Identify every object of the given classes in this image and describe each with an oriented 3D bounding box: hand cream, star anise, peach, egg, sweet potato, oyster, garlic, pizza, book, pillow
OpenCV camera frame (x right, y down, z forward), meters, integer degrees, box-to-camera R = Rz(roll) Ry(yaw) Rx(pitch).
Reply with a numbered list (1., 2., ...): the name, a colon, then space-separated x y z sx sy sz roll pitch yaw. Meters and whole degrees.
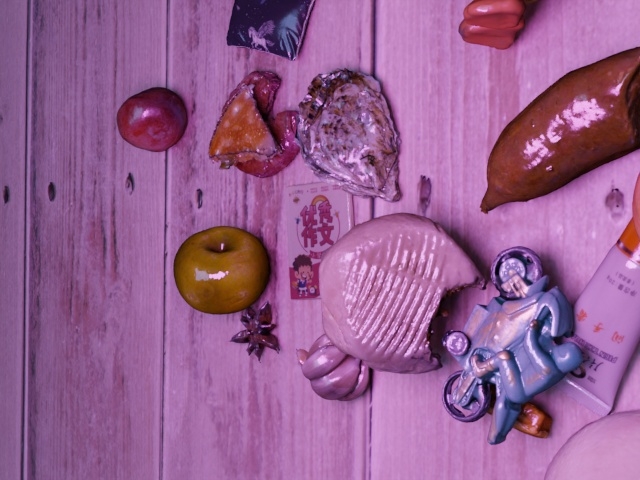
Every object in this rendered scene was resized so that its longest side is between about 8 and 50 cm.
1. hand cream: 0.437 0.108 1.242 0.139 0.089 0.314 31 118 28
2. star anise: -0.142 0.194 1.699 0.129 0.056 0.124 -20 78 36
3. peach: -0.372 -0.282 1.835 0.152 0.152 0.152 0 89 38
4. egg: 0.442 0.406 1.157 0.337 0.201 0.337 -1 88 37
5. sweet potato: 0.373 -0.163 1.249 0.369 0.157 0.158 -30 72 39
6. oyster: 0.051 -0.191 1.534 0.198 0.112 0.268 -6 77 17
7. garlic: 0.055 0.222 1.520 0.194 0.127 0.131 -28 116 18
8. pizza: -0.137 -0.209 1.635 0.195 0.052 0.185 35 102 39
9. book: 0.000 0.000 1.613 0.162 0.022 0.232 -5 87 37
10. pillow: -0.108 -0.449 1.683 0.208 0.055 0.141 19 93 35

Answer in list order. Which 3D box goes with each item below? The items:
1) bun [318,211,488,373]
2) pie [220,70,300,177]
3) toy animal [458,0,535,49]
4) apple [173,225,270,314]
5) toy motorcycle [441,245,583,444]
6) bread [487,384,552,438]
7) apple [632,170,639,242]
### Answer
1. bun: 0.119 0.083 1.397 0.281 0.205 0.282 0 93 -3
2. pie: -0.126 -0.236 1.692 0.219 0.054 0.204 47 116 28
3. toy animal: 0.311 -0.487 1.278 0.191 0.216 0.338 4 89 11
4. apple: -0.201 0.063 1.668 0.196 0.196 0.157 26 128 35
5. toy motorcycle: 0.304 0.170 1.272 0.198 0.109 0.297 34 104 37
6. bread: 0.313 0.276 1.338 0.132 0.074 0.053 27 90 34
7. apple: 0.584 -0.010 0.949 0.346 0.391 0.391 -27 71 6
